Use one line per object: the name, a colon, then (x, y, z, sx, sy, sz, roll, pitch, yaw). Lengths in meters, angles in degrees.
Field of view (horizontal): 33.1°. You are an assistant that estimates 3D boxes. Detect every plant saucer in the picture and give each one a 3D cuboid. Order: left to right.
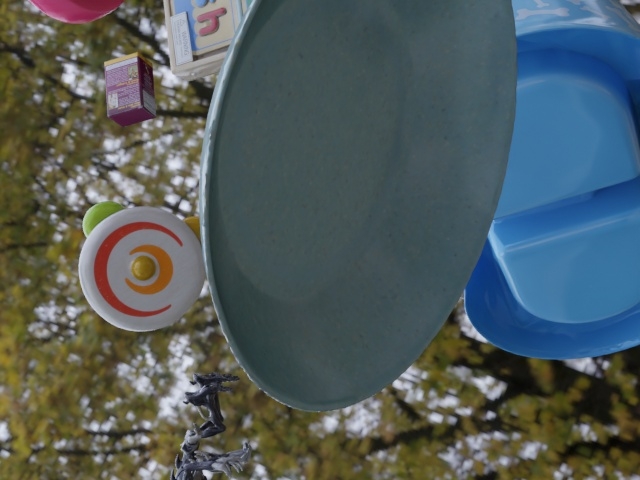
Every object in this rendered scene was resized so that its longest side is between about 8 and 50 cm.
plant saucer: (0.011, -0.034, 0.401, 0.195, 0.037, 0.195, -26, -57, -48)

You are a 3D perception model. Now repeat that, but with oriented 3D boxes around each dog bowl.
dog bowl: (0.149, -0.038, 0.673, 0.297, 0.166, 0.074, 58, -159, -45)

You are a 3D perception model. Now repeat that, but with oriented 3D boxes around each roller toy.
roller toy: (-0.273, 0.044, 1.667, 0.146, 0.209, 0.191, 173, 108, -78)

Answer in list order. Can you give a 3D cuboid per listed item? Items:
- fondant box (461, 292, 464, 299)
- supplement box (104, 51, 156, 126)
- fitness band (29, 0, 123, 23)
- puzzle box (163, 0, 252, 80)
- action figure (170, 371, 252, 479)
fondant box: (0.189, -0.056, 1.435, 0.238, 0.096, 0.330, -63, -31, 1)
supplement box: (-0.256, -0.203, 1.452, 0.043, 0.055, 0.083, 38, -137, -65)
fitness band: (-0.336, -0.399, 1.292, 0.291, 0.054, 0.209, 62, -151, -11)
puzzle box: (-0.124, -0.470, 1.635, 0.052, 0.272, 0.409, 11, -112, -63)
action figure: (-0.197, 0.389, 1.962, 0.164, 0.141, 0.276, -95, 12, -83)
